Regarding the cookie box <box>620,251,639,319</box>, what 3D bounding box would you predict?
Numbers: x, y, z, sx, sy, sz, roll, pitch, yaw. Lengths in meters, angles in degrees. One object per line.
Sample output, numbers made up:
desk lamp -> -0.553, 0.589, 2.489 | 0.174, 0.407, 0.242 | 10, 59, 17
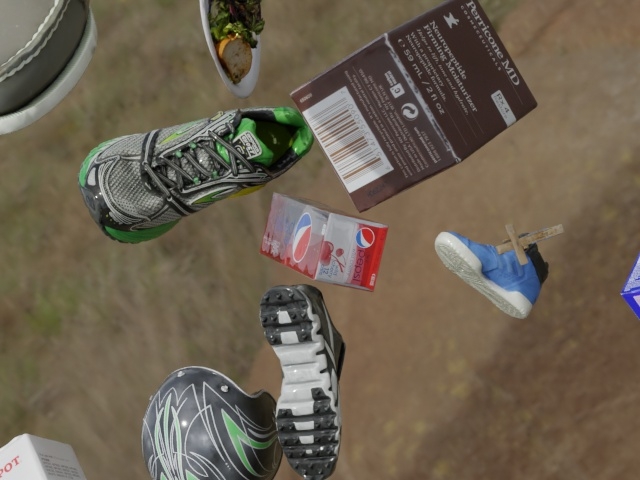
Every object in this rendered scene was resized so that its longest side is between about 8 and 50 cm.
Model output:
cookie box -> 0.309, 0.036, 1.256 | 0.040, 0.092, 0.107 | -14, 34, 46

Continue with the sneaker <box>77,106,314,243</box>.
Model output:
sneaker -> -0.152, -0.103, 1.826 | 0.343, 0.134, 0.146 | -27, 1, -42

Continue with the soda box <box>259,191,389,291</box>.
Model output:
soda box -> 0.000, 0.000, 1.938 | 0.263, 0.083, 0.092 | -156, 79, -71

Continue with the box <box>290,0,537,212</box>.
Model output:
box -> 0.111, -0.164, 1.730 | 0.167, 0.168, 0.203 | -28, 5, 42

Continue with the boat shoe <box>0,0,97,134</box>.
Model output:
boat shoe -> -0.190, -0.194, 0.952 | 0.109, 0.091, 0.305 | 5, 48, 4

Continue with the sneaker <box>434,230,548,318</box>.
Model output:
sneaker -> 0.205, 0.016, 1.726 | 0.084, 0.152, 0.058 | -58, 20, -17

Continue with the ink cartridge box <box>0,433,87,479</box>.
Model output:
ink cartridge box -> -0.336, 0.372, 1.725 | 0.172, 0.100, 0.237 | -38, 61, 14

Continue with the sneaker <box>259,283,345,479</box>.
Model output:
sneaker -> -0.006, 0.155, 1.687 | 0.078, 0.234, 0.106 | -6, 9, 25

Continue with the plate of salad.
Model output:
plate of salad -> -0.097, -0.269, 1.761 | 0.048, 0.200, 0.200 | -7, 33, 17

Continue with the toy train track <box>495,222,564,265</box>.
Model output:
toy train track -> 0.229, 0.000, 1.626 | 0.083, 0.048, 0.014 | -18, -7, -18

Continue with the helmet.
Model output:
helmet -> -0.134, 0.238, 1.759 | 0.169, 0.161, 0.169 | -7, 77, 30
